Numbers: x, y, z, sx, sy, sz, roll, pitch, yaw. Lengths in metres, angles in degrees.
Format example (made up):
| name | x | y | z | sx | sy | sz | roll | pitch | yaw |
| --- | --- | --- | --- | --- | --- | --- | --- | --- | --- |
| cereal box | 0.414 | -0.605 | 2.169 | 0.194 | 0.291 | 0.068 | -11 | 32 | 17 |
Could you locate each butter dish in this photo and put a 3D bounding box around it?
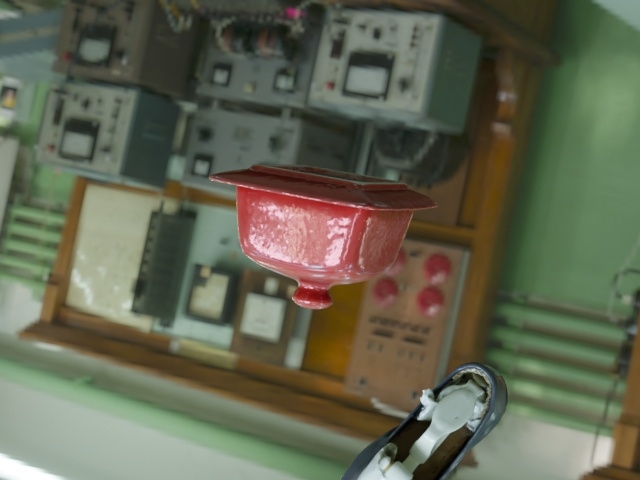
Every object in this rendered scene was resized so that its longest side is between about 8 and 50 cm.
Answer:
| name | x | y | z | sx | sy | sz | roll | pitch | yaw |
| --- | --- | --- | --- | --- | --- | --- | --- | --- | --- |
| butter dish | 0.000 | 0.000 | 1.065 | 0.160 | 0.118 | 0.160 | 11 | -172 | 24 |

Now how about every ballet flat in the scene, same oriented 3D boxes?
| name | x | y | z | sx | sy | sz | roll | pitch | yaw |
| --- | --- | --- | --- | --- | --- | --- | --- | --- | --- |
| ballet flat | 0.074 | 0.173 | 0.999 | 0.074 | 0.203 | 0.074 | 42 | 167 | 12 |
